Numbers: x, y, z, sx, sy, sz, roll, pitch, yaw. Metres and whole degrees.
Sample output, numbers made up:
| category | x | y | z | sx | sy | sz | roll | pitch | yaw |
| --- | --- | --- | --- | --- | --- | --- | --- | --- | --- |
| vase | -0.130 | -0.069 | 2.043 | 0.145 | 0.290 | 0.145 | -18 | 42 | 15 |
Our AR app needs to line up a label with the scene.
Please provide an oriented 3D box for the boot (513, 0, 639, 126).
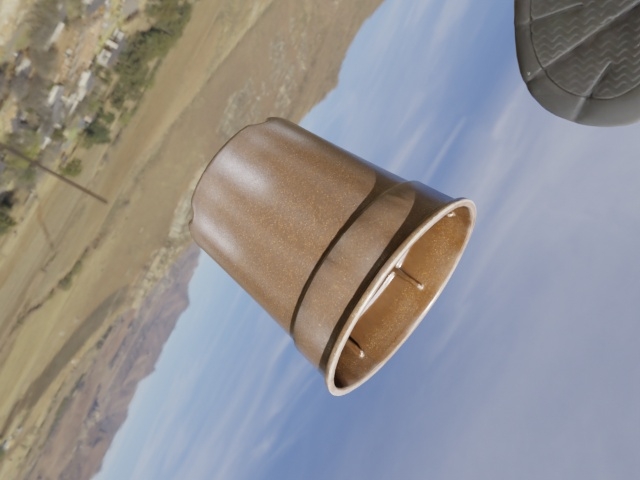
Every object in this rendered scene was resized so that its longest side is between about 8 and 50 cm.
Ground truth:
| category | x | y | z | sx | sy | sz | roll | pitch | yaw |
| --- | --- | --- | --- | --- | --- | --- | --- | --- | --- |
| boot | 0.246 | -0.283 | 0.394 | 0.284 | 0.138 | 0.377 | -29 | 127 | -41 |

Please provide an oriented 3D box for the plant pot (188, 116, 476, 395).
| category | x | y | z | sx | sy | sz | roll | pitch | yaw |
| --- | --- | --- | --- | --- | --- | --- | --- | --- | --- |
| plant pot | 0.000 | 0.000 | 0.484 | 0.167 | 0.165 | 0.167 | -43 | 154 | -27 |
